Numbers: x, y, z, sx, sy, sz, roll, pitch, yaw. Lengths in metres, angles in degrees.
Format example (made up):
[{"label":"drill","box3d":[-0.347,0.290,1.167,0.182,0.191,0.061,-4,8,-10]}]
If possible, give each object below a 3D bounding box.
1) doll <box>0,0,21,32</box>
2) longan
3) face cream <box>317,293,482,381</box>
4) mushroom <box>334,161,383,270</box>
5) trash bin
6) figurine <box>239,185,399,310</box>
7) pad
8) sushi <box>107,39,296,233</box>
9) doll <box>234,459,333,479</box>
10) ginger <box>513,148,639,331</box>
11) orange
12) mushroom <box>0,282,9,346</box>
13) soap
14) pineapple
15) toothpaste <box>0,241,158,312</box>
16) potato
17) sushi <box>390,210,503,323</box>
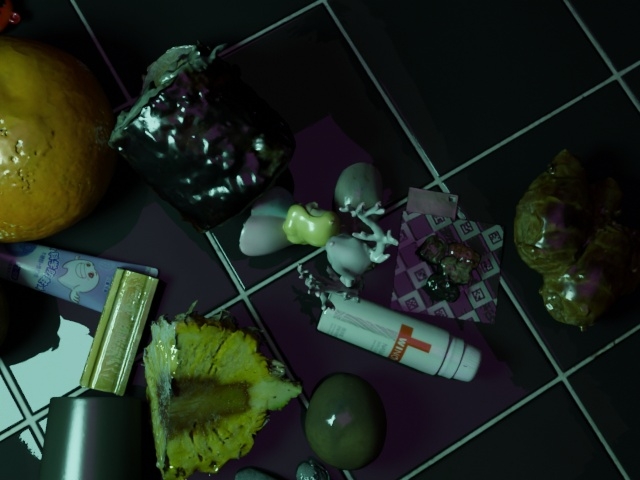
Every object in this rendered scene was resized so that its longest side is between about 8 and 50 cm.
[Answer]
[{"label":"doll","box3d":[-0.766,-0.507,1.506,0.217,0.085,0.183,22,79,10]},{"label":"longan","box3d":[0.051,0.358,1.360,0.189,0.189,0.189,1,80,-3]},{"label":"face cream","box3d":[0.169,0.202,1.424,0.345,0.102,0.102,21,80,2]},{"label":"mushroom","box3d":[0.085,-0.049,1.467,0.116,0.093,0.225,7,74,-23]},{"label":"trash bin","box3d":[-0.431,0.466,1.294,0.214,0.214,0.334,3,75,-3]},{"label":"figurine","box3d":[-0.003,0.014,1.316,0.315,0.284,0.207,19,87,23]},{"label":"pad","box3d":[0.235,-0.018,1.513,0.113,0.006,0.188,10,82,-2]},{"label":"sushi","box3d":[-0.216,-0.192,1.310,0.281,0.299,0.294,-41,108,0]},{"label":"doll","box3d":[-0.027,0.537,1.306,0.340,0.158,0.246,27,42,10]},{"label":"ginger","box3d":[0.552,-0.011,1.454,0.274,0.152,0.358,-25,84,-7]},{"label":"orange","box3d":[-0.612,-0.201,1.333,0.423,0.326,0.424,-1,78,3]},{"label":"mushroom","box3d":[-0.747,0.102,1.299,0.345,0.239,0.345,8,106,31]},{"label":"soap","box3d":[-0.411,0.185,1.411,0.092,0.037,0.252,18,83,-15]},{"label":"pineapple","box3d":[-0.202,0.278,1.383,0.286,0.209,0.345,-1,105,-30]},{"label":"toothpaste","box3d":[-0.534,0.069,1.432,0.371,0.080,0.125,17,80,-10]},{"label":"potato","box3d":[-0.313,-0.318,1.491,0.138,0.098,0.243,42,91,11]},{"label":"sushi","box3d":[0.279,0.055,1.478,0.231,0.047,0.220,8,82,-2]}]
